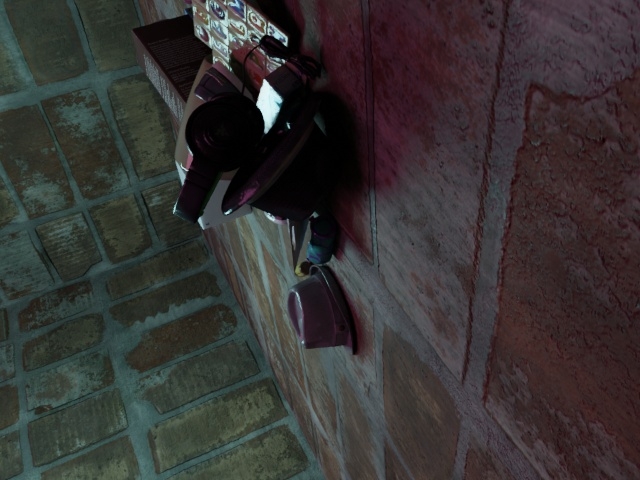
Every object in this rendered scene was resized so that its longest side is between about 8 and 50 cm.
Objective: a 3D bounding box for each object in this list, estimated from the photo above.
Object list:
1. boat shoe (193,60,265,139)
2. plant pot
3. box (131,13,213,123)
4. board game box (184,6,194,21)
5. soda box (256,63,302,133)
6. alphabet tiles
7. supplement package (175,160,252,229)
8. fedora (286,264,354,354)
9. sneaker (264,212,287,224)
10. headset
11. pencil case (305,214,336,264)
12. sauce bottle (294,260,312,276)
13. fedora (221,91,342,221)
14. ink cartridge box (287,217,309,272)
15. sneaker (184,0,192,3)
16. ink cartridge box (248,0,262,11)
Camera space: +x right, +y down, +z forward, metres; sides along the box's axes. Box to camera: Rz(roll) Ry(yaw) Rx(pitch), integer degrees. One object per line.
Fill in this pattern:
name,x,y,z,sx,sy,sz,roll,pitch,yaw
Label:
boat shoe,-0.182,-0.280,1.493,0.116,0.099,0.319,36,170,48
plant pot,-0.247,-0.337,1.629,0.256,0.256,0.274,53,141,46
box,-0.394,-0.497,1.856,0.381,0.191,0.143,54,155,25
board game box,-0.384,-0.634,2.031,0.160,0.039,0.212,93,153,-54
soda box,-0.097,-0.297,1.339,0.063,0.058,0.183,45,159,2
alphabet tiles,-0.158,-0.409,1.348,0.342,0.011,0.285,42,158,12
supplement package,-0.410,-0.206,2.371,0.263,0.198,0.199,-133,28,-55
fedora,-0.012,0.204,1.668,0.244,0.124,0.276,-125,21,-43
sneaker,-0.138,-0.145,1.735,0.217,0.079,0.121,-124,19,-45
headset,-0.157,-0.203,1.212,0.394,0.185,0.243,-62,8,18
pencil case,0.000,0.000,1.476,0.070,0.064,0.152,38,155,14
sauce bottle,-0.054,0.086,1.818,0.128,0.042,0.042,156,93,-74
fedora,-0.053,-0.138,1.227,0.152,0.334,0.334,38,172,-16
ink cartridge box,-0.067,-0.067,1.435,0.181,0.056,0.225,86,-166,-44
sneaker,-0.431,-0.828,1.801,0.152,0.114,0.305,126,123,-70
ink cartridge box,-0.187,-0.482,1.436,0.056,0.099,0.135,63,164,20
